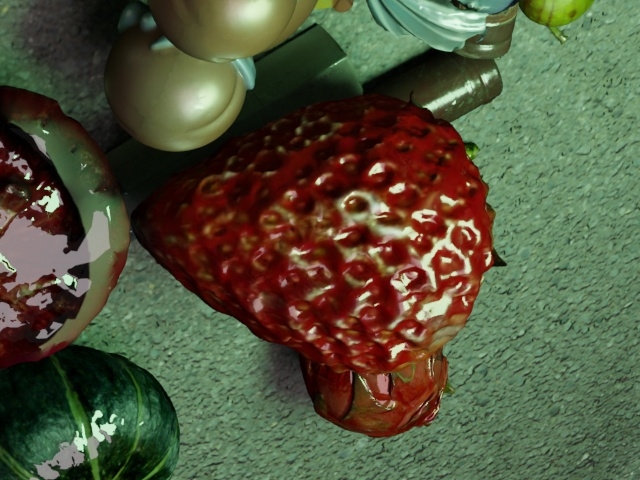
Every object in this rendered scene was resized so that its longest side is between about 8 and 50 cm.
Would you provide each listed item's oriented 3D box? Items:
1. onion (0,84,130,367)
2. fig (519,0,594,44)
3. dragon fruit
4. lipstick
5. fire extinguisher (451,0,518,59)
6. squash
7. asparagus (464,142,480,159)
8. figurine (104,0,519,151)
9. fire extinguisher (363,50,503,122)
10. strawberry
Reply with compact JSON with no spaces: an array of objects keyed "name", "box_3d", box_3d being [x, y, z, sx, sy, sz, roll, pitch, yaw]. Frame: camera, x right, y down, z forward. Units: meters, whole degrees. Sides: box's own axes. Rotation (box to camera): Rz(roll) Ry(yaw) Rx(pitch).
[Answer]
[{"name":"onion","box_3d":[-0.310,-0.021,1.626,0.272,0.195,0.272,-3,108,-10]},{"name":"fig","box_3d":[0.246,-0.242,1.875,0.093,0.093,0.166,-23,140,-16]},{"name":"dragon fruit","box_3d":[0.059,0.136,2.015,0.172,0.172,0.209,-38,139,0]},{"name":"lipstick","box_3d":[-0.111,-0.097,1.767,0.317,0.068,0.066,-32,137,-6]},{"name":"fire extinguisher","box_3d":[0.178,-0.294,1.765,0.075,0.106,0.252,-6,130,-17]},{"name":"squash","box_3d":[-0.270,0.225,1.868,0.252,0.165,0.252,-22,136,-23]},{"name":"asparagus","box_3d":[0.138,-0.099,1.971,0.108,0.021,0.025,0,125,-34]},{"name":"figurine","box_3d":[-0.006,-0.243,1.601,0.388,0.248,0.276,-9,155,-25]},{"name":"fire extinguisher","box_3d":[0.059,-0.120,1.869,0.267,0.072,0.089,-29,176,-11]},{"name":"strawberry","box_3d":[0.012,0.006,1.687,0.310,0.292,0.292,-31,138,-8]}]
